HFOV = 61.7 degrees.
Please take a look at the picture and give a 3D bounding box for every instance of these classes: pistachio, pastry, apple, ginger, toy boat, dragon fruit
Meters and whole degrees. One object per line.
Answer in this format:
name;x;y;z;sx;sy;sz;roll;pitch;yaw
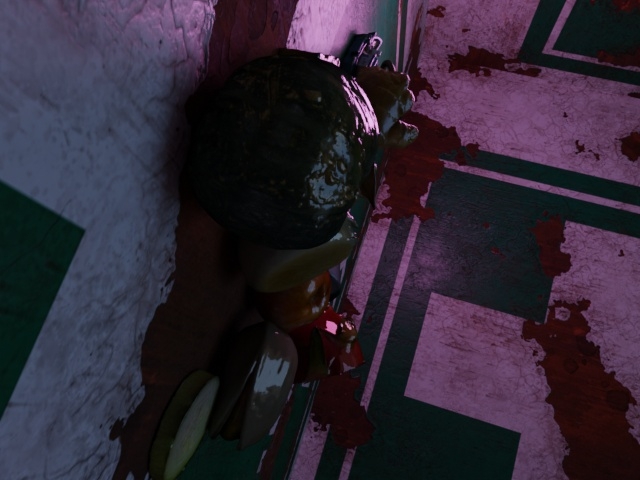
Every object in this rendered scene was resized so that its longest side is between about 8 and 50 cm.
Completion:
pistachio;-0.149;0.322;1.196;0.197;0.166;0.287;109;-1;-80
pastry;-0.051;0.007;1.095;0.264;0.265;0.133;81;-17;-66
apple;-0.067;0.116;1.301;0.209;0.164;0.209;-44;146;-40
ginger;0.150;-0.322;1.592;0.166;0.237;0.375;-109;-147;-48
toy boat;0.141;-0.562;1.634;0.109;0.098;0.237;98;12;-49
dragon fruit;-0.028;0.299;1.613;0.305;0.306;0.225;45;33;-78

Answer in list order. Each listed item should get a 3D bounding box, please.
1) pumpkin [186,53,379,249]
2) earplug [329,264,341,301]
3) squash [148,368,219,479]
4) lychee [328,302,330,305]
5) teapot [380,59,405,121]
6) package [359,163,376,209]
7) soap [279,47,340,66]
pumpkin;-0.048;-0.137;0.819;0.291;0.258;0.327;-64;179;15
earplug;0.000;0.000;1.551;0.185;0.185;0.323;93;11;-50
squash;-0.263;0.362;1.044;0.219;0.041;0.219;20;90;-81
lychee;-0.007;0.282;2.059;0.114;0.114;0.146;68;19;-73
teapot;0.173;-0.470;1.732;0.267;0.186;0.175;123;-41;-53
package;0.055;-0.209;1.380;0.311;0.165;0.221;-82;166;-71
soap;-0.046;-0.242;1.143;0.199;0.091;0.314;-50;152;-68
